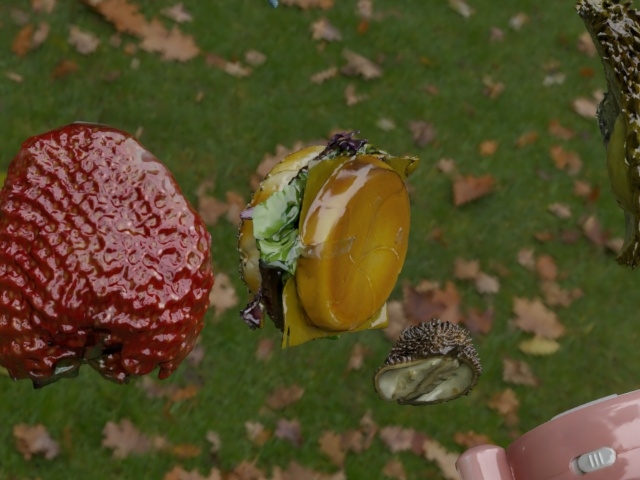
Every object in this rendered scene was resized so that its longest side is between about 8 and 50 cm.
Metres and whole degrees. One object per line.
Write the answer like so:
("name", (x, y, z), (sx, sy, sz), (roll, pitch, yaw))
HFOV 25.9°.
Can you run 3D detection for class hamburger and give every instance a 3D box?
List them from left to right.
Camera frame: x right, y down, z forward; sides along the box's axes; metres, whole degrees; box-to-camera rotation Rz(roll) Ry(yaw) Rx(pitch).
("hamburger", (-0.001, -0.002, 1.035), (0.093, 0.164, 0.189), (16, 1, 29))

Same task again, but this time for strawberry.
("strawberry", (-0.297, 0.016, 1.851), (0.312, 0.351, 0.267), (-2, 1, 2))

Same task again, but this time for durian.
("durian", (0.113, 0.117, 1.441), (0.110, 0.140, 0.071), (5, 59, -22))
("durian", (0.356, -0.119, 1.441), (0.172, 0.166, 0.306), (-23, 101, -16))

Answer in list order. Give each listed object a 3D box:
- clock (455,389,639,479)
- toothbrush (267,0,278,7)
("clock", (0.271, 0.207, 1.171), (0.227, 0.241, 0.142), (24, 43, -60))
("toothbrush", (-0.084, -0.284, 1.305), (0.167, 0.014, 0.011), (55, 52, -35))
